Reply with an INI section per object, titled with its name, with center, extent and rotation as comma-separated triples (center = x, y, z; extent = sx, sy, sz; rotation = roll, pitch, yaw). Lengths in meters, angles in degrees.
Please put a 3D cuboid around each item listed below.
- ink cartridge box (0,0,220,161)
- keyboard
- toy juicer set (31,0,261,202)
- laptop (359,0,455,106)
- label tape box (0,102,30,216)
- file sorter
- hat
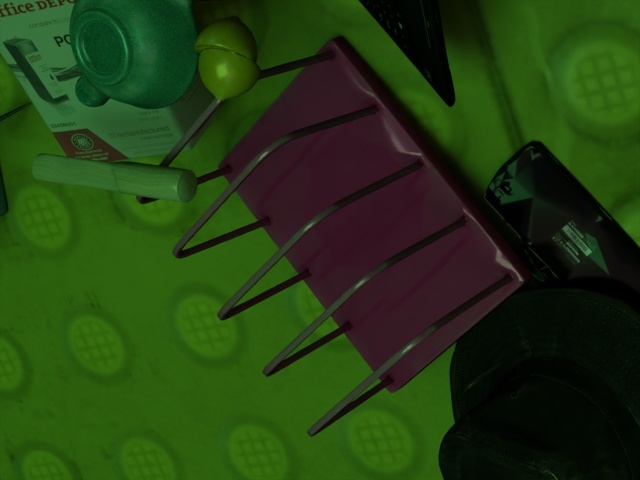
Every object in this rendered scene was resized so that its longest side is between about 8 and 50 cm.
[ink cartridge box]
center = -0.215, -0.187, 1.417
extent = 0.158, 0.092, 0.218
rotation = -5, 128, 31
[keyboard]
center = 0.227, 0.006, 1.352
extent = 0.100, 0.038, 0.192
rotation = -42, 88, 13
[toy juicer set]
center = -0.135, -0.159, 1.263
extent = 0.209, 0.089, 0.329
rotation = 29, 124, 23
[laptop]
center = -0.021, -0.237, 1.231
extent = 0.264, 0.136, 0.234
rotation = 55, 171, 34
[label tape box]
center = -0.471, -0.014, 1.587
extent = 0.333, 0.240, 0.106
rotation = -20, 102, 34
[file sorter]
center = 0.000, 0.000, 1.344
extent = 0.291, 0.182, 0.202
rotation = 52, 127, 9
[hat]
center = 0.197, 0.202, 1.328
extent = 0.331, 0.134, 0.331
rotation = 26, 125, 43
